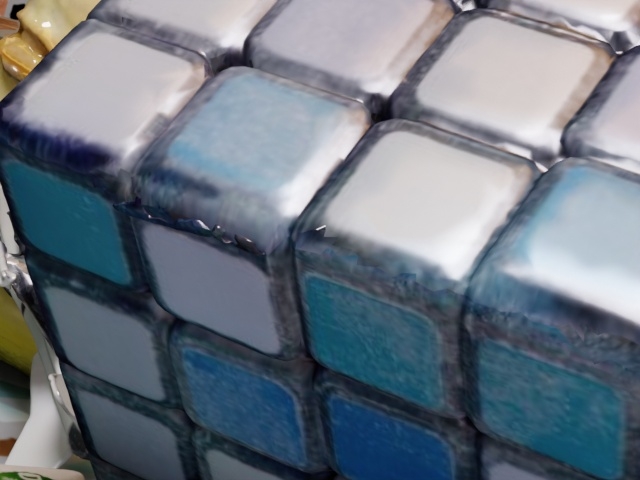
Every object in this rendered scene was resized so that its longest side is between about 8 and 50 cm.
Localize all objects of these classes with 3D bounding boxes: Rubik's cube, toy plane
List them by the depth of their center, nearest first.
[{"bbox_3d":[0.096,0.009,0.637,0.292,0.287,0.293,18,52,22],"label":"Rubik's cube"},{"bbox_3d":[-0.122,0.037,0.841,0.082,0.160,0.234,-18,43,7],"label":"toy plane"}]

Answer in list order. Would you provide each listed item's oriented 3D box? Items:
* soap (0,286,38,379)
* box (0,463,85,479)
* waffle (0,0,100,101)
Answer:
[{"bbox_3d":[-0.215,-0.016,1.056,0.427,0.115,0.306,33,7,3],"label":"soap"},{"bbox_3d":[-0.124,0.132,0.539,0.139,0.073,0.194,10,10,-24],"label":"box"},{"bbox_3d":[0.000,0.000,0.981,0.376,0.114,0.261,40,12,15],"label":"waffle"}]
